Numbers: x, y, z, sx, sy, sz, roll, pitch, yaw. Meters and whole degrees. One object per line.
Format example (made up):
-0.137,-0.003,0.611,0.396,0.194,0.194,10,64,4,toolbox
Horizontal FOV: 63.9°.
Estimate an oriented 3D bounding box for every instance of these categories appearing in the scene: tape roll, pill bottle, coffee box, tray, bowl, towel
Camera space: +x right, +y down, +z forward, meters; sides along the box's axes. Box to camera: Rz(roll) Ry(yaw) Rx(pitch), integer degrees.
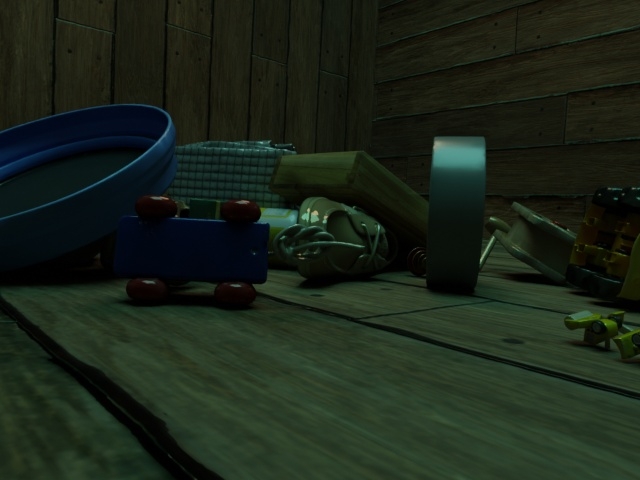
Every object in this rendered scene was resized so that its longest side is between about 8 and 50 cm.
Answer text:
0.198,-0.042,0.758,0.072,0.219,0.219,4,3,14,tape roll
-0.408,-0.022,0.859,0.107,0.108,0.180,2,4,-20,pill bottle
-0.075,-0.005,0.909,0.184,0.103,0.103,4,3,18,pill bottle
-0.149,-0.005,0.771,0.040,0.113,0.184,6,2,7,coffee box
0.114,-0.047,1.008,0.202,0.076,0.410,6,-14,43,tray
-0.391,-0.087,0.729,0.390,0.077,0.391,-9,33,6,bowl
-0.174,-0.082,1.058,0.283,0.235,0.121,3,2,18,towel

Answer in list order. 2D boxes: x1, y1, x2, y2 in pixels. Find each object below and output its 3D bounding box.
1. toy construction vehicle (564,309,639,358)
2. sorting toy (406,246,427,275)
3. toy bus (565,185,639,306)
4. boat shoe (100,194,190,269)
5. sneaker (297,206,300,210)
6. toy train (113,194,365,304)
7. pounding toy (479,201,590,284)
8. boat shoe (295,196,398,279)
0.254,0.076,0.404,0.085,0.035,0.098,-11,6,-26,toy construction vehicle
0.197,0.033,0.869,0.101,0.061,0.042,-22,10,-15,sorting toy
0.465,0.027,0.684,0.211,0.150,0.220,20,8,10,toy bus
-0.252,-0.010,0.845,0.116,0.123,0.324,6,12,-4,boat shoe
-0.108,-0.083,1.358,0.365,0.135,0.150,-9,11,18,sneaker
-0.083,0.021,0.572,0.247,0.105,0.143,3,-10,-3,toy train
0.397,0.030,0.963,0.154,0.155,0.269,28,16,0,pounding toy
0.052,-0.002,0.805,0.110,0.122,0.341,3,2,17,boat shoe
